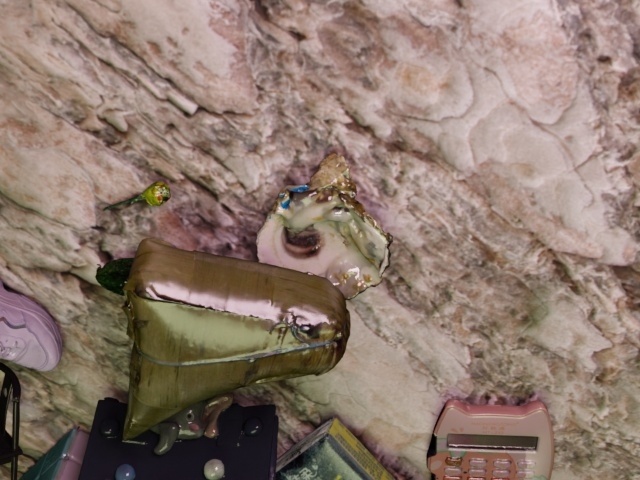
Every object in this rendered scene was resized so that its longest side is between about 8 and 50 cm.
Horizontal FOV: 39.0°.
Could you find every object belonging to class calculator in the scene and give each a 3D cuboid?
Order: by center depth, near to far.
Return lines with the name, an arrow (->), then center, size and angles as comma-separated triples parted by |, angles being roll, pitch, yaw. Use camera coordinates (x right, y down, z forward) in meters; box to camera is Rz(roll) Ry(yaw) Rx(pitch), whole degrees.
calculator -> 0.297, 0.394, 1.600 | 0.220, 0.048, 0.330 | 1, 127, 4

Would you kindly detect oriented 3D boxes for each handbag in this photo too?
handbag -> -0.239, 0.364, 1.525 | 0.325, 0.269, 0.118 | 0, 146, 5

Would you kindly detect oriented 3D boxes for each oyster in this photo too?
oyster -> 0.000, 0.000, 1.338 | 0.222, 0.083, 0.214 | -23, 116, 26

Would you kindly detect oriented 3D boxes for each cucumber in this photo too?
cucumber -> -0.225, 0.062, 1.406 | 0.265, 0.077, 0.077 | 4, 125, 2

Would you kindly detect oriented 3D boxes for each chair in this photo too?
chair -> -0.596, 0.351, 1.541 | 0.141, 0.154, 0.260 | -9, 117, -41

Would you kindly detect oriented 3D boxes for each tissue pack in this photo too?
tissue pack -> 0.044, 0.464, 1.607 | 0.257, 0.081, 0.185 | 47, 116, -3

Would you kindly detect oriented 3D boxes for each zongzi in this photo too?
zongzi -> -0.137, 0.193, 1.337 | 0.322, 0.160, 0.361 | 13, 119, -1

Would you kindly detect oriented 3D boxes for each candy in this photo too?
candy -> -0.279, -0.061, 1.358 | 0.122, 0.035, 0.035 | -13, 119, 23

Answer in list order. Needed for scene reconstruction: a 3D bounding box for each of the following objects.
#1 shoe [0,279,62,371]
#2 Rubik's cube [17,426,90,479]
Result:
shoe -> -0.528, 0.147, 1.457 | 0.095, 0.138, 0.245 | -31, 116, 29
Rubik's cube -> -0.446, 0.524, 1.652 | 0.221, 0.225, 0.231 | 37, 120, -19
